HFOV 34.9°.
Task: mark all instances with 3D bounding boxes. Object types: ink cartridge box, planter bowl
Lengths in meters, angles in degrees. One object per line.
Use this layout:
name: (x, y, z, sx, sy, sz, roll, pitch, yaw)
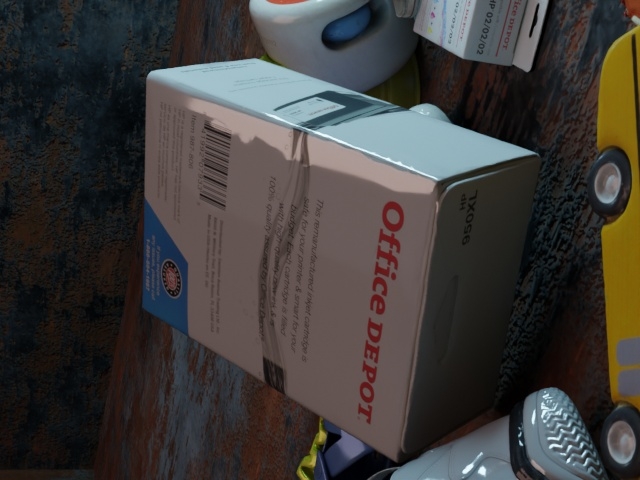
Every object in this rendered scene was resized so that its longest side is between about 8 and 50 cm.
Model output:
ink cartridge box: (0.166, -0.248, 1.065, 0.181, 0.062, 0.104, -127, 44, -62)
ink cartridge box: (0.000, 0.000, 1.046, 0.395, 0.166, 0.285, 25, 120, 38)
planter bowl: (0.046, -0.169, 1.344, 0.217, 0.090, 0.217, -176, 90, -70)

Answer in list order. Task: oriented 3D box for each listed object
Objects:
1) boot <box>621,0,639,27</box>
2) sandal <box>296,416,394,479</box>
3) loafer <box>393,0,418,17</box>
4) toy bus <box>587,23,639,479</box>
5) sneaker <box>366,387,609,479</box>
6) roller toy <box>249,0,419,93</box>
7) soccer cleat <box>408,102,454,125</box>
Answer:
boot: (0.257, -0.216, 0.817, 0.158, 0.059, 0.084, -114, 30, -52)
sandal: (0.050, 0.220, 1.215, 0.138, 0.126, 0.317, -145, 56, -64)
loafer: (0.083, -0.309, 1.129, 0.045, 0.039, 0.125, 32, 129, 59)
toy bus: (0.262, 0.019, 0.672, 0.130, 0.108, 0.332, 150, 122, -65)
sneaker: (0.143, 0.295, 0.757, 0.137, 0.210, 0.365, 56, -162, -44)
roller toy: (0.016, -0.281, 1.259, 0.209, 0.191, 0.146, -63, -40, -41)
soccer cleat: (0.050, -0.053, 1.230, 0.108, 0.116, 0.318, 57, 148, 9)
